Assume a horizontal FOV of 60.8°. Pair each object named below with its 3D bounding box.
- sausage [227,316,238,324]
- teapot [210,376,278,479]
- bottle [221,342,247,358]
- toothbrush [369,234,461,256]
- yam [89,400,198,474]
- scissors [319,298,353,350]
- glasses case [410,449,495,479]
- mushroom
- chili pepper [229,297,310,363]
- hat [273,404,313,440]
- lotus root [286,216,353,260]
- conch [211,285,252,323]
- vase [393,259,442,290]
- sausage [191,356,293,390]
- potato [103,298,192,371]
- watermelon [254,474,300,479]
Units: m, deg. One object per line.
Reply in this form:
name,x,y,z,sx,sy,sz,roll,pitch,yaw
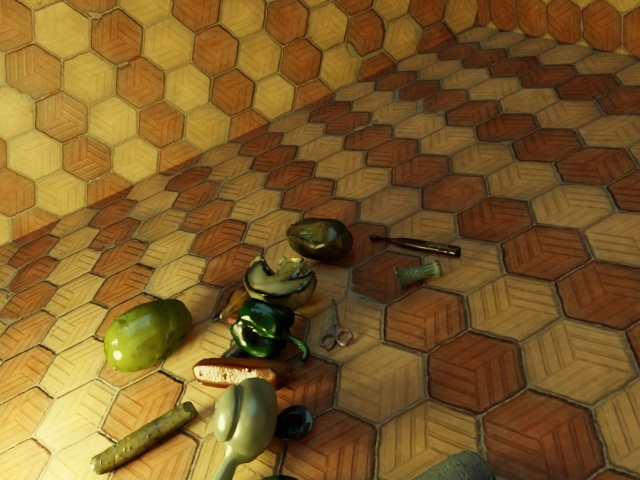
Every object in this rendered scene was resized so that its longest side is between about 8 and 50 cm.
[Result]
sausage,-0.236,0.289,1.844,0.223,0.029,0.029,7,43,36
teapot,-0.204,0.506,1.394,0.149,0.220,0.318,17,43,-18
bottle,-0.253,0.345,1.754,0.140,0.053,0.053,-38,38,-24
toothbrush,0.323,0.013,1.925,0.364,0.041,0.041,10,45,38
yam,-0.503,0.566,1.569,0.317,0.067,0.071,-30,39,-11
scissors,0.047,0.264,1.738,0.110,0.021,0.212,-17,34,11
glasses case,0.248,0.558,1.184,0.282,0.067,0.109,-26,37,-11
mushroom,-0.129,0.169,1.839,0.267,0.164,0.190,3,44,26
chili pepper,-0.142,0.285,1.680,0.261,0.174,0.165,25,5,4
hat,-0.076,0.497,1.453,0.121,0.050,0.121,-10,34,7
lotus root,0.000,0.000,2.015,0.274,0.152,0.160,6,39,43
conch,-0.287,0.210,1.930,0.232,0.080,0.086,-23,1,-10
vase,0.318,0.108,1.768,0.148,0.081,0.081,-14,34,2
sausage,-0.235,0.399,1.633,0.330,0.102,0.102,-3,38,24
potato,-0.583,0.313,1.842,0.304,0.216,0.216,-34,36,-14
watermelon,-0.113,0.618,1.241,0.204,0.127,0.232,-12,29,18
